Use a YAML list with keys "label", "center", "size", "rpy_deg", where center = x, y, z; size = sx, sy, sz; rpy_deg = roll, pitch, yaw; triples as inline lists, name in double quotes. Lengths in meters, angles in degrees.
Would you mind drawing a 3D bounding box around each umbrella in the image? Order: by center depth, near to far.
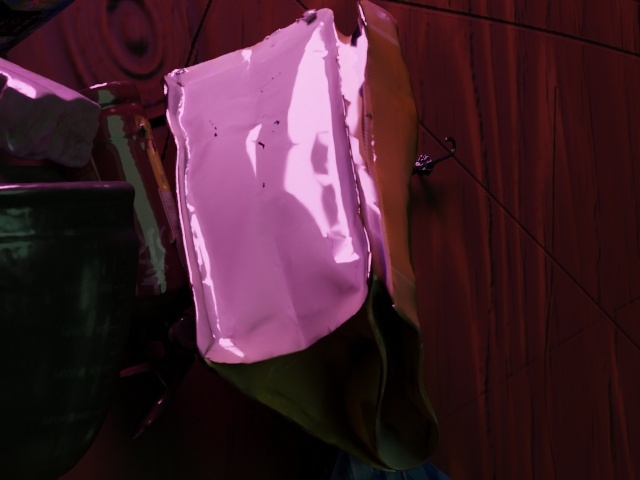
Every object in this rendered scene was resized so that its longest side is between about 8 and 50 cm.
- label: "umbrella"
  center: [0.073, -0.057, 1.644]
  size: [0.149, 0.022, 0.022]
  rpy_deg: [-30, 118, -39]

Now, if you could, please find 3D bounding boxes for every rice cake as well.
- label: "rice cake"
  center: [-0.285, -0.126, 1.180]
  size: [0.298, 0.050, 0.106]
  rpy_deg: [25, 8, 11]

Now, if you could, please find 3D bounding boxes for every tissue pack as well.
- label: "tissue pack"
  center: [-0.235, -0.192, 1.345]
  size: [0.079, 0.111, 0.085]
  rpy_deg: [-9, 78, -44]

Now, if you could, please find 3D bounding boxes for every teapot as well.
- label: "teapot"
  center: [-0.234, 0.074, 1.126]
  size: [0.321, 0.239, 0.239]
  rpy_deg: [-5, 91, -83]

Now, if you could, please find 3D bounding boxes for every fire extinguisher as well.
- label: "fire extinguisher"
  center: [-0.148, 0.016, 1.378]
  size: [0.106, 0.075, 0.252]
  rpy_deg: [-17, 85, -15]

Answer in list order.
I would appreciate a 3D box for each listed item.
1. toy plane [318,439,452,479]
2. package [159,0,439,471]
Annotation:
- label: "toy plane"
  center: [0.026, 0.164, 1.469]
  size: [0.169, 0.078, 0.246]
  rpy_deg: [-17, 79, -46]
- label: "package"
  center: [0.021, -0.019, 1.399]
  size: [0.221, 0.165, 0.311]
  rpy_deg: [33, 33, -35]
